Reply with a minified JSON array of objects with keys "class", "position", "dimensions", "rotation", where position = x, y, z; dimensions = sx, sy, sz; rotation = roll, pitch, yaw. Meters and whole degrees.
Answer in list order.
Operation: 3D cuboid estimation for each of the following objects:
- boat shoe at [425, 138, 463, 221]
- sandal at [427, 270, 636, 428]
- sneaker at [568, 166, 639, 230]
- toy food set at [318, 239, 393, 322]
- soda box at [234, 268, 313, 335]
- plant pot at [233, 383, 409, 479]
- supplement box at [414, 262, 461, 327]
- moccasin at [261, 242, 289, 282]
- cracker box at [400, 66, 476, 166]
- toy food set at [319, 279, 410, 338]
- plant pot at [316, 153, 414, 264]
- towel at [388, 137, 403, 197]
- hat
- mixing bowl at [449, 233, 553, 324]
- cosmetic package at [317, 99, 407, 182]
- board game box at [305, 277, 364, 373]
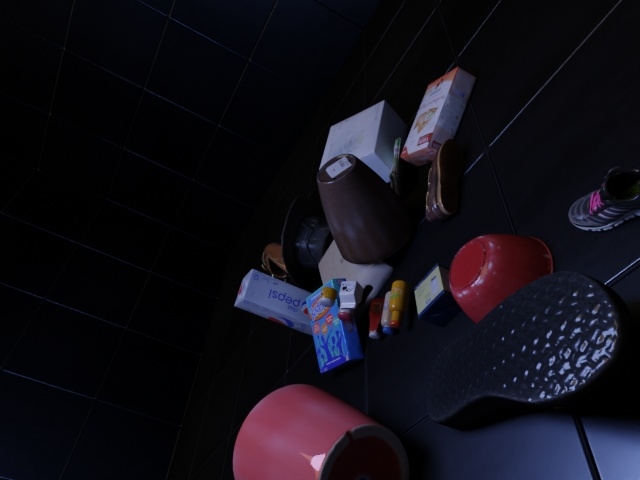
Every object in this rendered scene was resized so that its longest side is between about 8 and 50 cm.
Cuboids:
[{"class":"boat shoe","position":[0.278,-0.139,1.204],"dimensions":[0.073,0.073,0.207],"rotation":[-35,34,57]},{"class":"sandal","position":[0.284,0.170,0.730],"dimensions":[0.446,0.107,0.168],"rotation":[118,168,-63]},{"class":"sneaker","position":[0.398,-0.061,0.709],"dimensions":[0.170,0.074,0.063],"rotation":[-25,43,67]},{"class":"toy food set","position":[0.101,0.068,1.478],"dimensions":[0.220,0.092,0.306],"rotation":[-58,26,25]},{"class":"soda box","position":[-0.099,0.190,1.540],"dimensions":[0.091,0.286,0.098],"rotation":[-40,31,56]},{"class":"plant pot","position":[0.012,0.414,0.956],"dimensions":[0.243,0.275,0.275],"rotation":[-11,56,58]},{"class":"supplement box","position":[0.233,0.107,1.022],"dimensions":[0.083,0.056,0.083],"rotation":[-54,19,34]},{"class":"moccasin","position":[-0.171,0.098,2.207],"dimensions":[0.147,0.139,0.380],"rotation":[-60,24,-12]},{"class":"cracker box","position":[0.308,-0.322,1.383],"dimensions":[0.232,0.067,0.155],"rotation":[-69,16,-8]},{"class":"toy food set","position":[0.102,0.166,1.214],"dimensions":[0.232,0.111,0.105],"rotation":[-6,54,30]},{"class":"plant pot","position":[0.092,-0.096,1.306],"dimensions":[0.215,0.230,0.215],"rotation":[-23,36,17]},{"class":"towel","position":[0.214,-0.197,1.470],"dimensions":[0.113,0.023,0.152],"rotation":[74,-157,-49]},{"class":"hat","position":[0.000,0.000,1.716],"dimensions":[0.133,0.331,0.331],"rotation":[-6,51,26]},{"class":"mixing bowl","position":[0.280,0.059,0.869],"dimensions":[0.181,0.098,0.181],"rotation":[-56,20,32]},{"class":"cosmetic package","position":[0.134,-0.279,1.629],"dimensions":[0.224,0.138,0.224],"rotation":[-17,46,38]},{"class":"board game box","position":[0.033,0.223,1.357],"dimensions":[0.160,0.047,0.210],"rotation":[-44,52,53]}]
